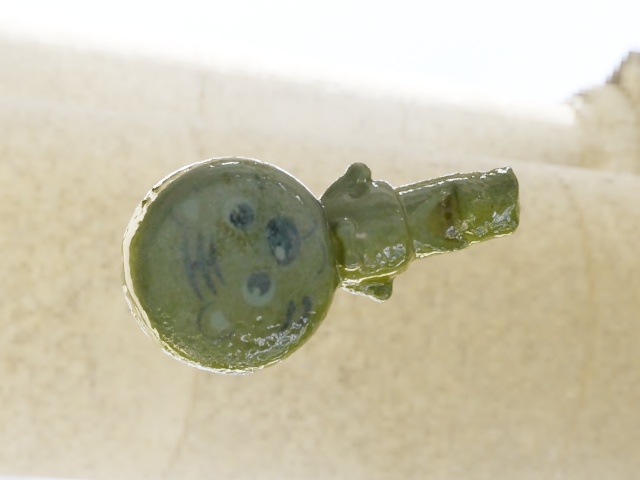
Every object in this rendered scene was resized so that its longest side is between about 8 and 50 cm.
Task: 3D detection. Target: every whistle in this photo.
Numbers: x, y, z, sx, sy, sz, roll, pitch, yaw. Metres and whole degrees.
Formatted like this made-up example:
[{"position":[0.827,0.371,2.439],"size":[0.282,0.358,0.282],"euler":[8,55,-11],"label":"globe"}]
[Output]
[{"position":[0.000,0.000,0.946],"size":[0.057,0.198,0.104],"euler":[-157,-126,-74],"label":"whistle"}]
